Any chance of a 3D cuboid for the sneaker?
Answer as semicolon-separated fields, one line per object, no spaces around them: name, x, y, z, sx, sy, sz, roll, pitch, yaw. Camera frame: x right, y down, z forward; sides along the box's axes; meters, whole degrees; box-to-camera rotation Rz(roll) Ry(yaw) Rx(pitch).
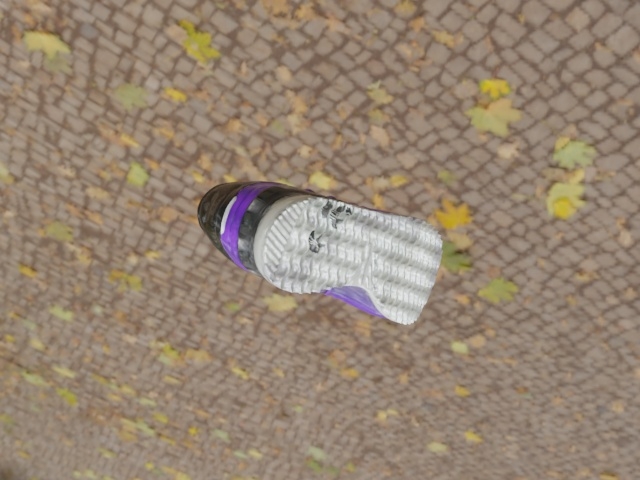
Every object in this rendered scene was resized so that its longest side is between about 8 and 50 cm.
sneaker;0.000;-0.001;0.854;0.146;0.102;0.293;20;179;38
